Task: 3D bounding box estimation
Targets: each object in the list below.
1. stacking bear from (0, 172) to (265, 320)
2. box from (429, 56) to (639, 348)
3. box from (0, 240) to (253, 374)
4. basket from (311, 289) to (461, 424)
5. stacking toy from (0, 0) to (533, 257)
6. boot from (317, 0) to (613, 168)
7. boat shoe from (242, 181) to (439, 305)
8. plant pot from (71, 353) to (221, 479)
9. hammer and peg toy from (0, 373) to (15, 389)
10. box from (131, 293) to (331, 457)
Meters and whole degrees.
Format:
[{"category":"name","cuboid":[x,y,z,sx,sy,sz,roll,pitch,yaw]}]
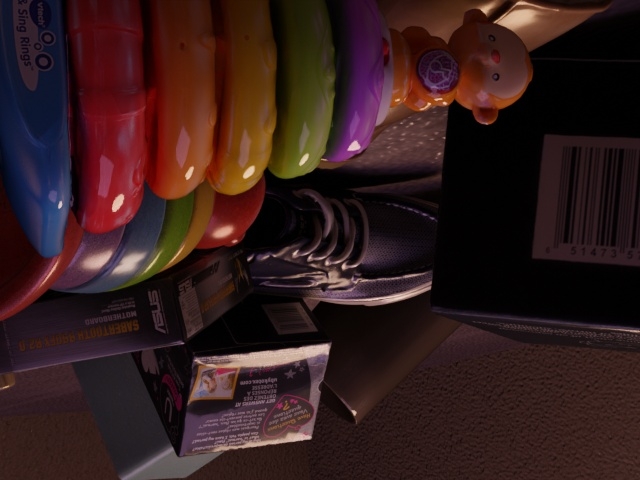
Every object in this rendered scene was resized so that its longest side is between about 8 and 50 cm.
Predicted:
[{"category":"stacking bear","cuboid":[-0.153,-0.040,0.953,0.164,0.175,0.289,-7,-179,33]},{"category":"box","cuboid":[0.291,-0.009,1.093,0.293,0.212,0.395,4,173,19]},{"category":"box","cuboid":[-0.174,0.055,1.078,0.183,0.056,0.231,-12,-174,11]},{"category":"basket","cuboid":[0.072,0.094,1.475,0.227,0.154,0.204,-45,-176,-13]},{"category":"stacking toy","cuboid":[-0.023,-0.091,0.673,0.302,0.175,0.166,-2,168,-14]},{"category":"boot","cuboid":[0.012,-0.130,0.803,0.236,0.089,0.269,-4,165,-36]},{"category":"boat shoe","cuboid":[0.000,0.000,1.275,0.340,0.127,0.158,-3,171,-10]},{"category":"plant pot","cuboid":[-0.187,0.190,1.841,0.252,0.247,0.248,-28,165,11]},{"category":"hammer and peg toy","cuboid":[-0.411,0.112,1.351,0.266,0.127,0.361,-13,-178,20]},{"category":"box","cuboid":[-0.112,0.106,1.383,0.163,0.142,0.247,-3,-148,-25]}]
